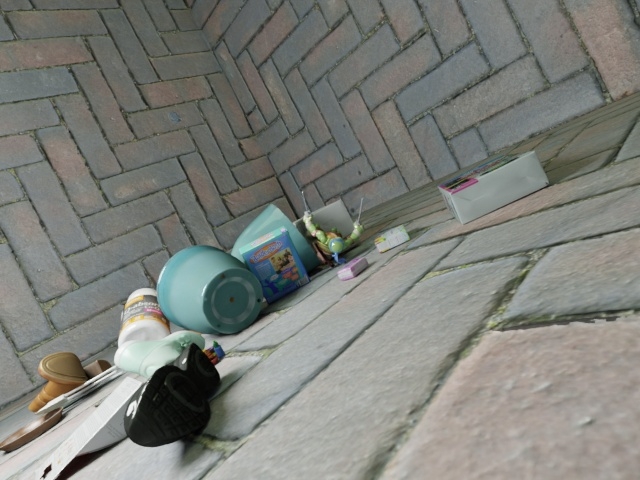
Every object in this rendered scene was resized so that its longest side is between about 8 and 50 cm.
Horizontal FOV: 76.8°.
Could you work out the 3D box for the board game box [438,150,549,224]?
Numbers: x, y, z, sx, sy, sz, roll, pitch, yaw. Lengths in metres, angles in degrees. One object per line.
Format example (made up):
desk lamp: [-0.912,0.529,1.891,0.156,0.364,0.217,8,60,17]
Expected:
board game box: [0.463,-0.153,1.133,0.224,0.097,0.303,-26,4,14]

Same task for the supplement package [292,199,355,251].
supplement package: [0.004,-0.053,1.706,0.194,0.149,0.203,-29,6,-21]

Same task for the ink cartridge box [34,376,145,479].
ink cartridge box: [-0.420,0.366,0.762,0.181,0.056,0.225,-21,26,55]

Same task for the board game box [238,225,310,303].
board game box: [-0.141,0.080,1.283,0.160,0.210,0.047,-27,31,-10]

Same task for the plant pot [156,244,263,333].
plant pot: [-0.307,0.155,1.185,0.271,0.272,0.255,-30,19,-31]

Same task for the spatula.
spatula: [-0.755,0.481,1.286,0.242,0.019,0.168,-28,-16,-28]

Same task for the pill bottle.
pill bottle: [-0.618,0.288,1.425,0.162,0.162,0.278,-28,29,-11]

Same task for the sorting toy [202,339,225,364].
sorting toy: [-0.257,0.260,0.933,0.061,0.042,0.102,-28,4,-9]

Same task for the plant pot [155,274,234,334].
plant pot: [-0.412,0.204,1.466,0.291,0.203,0.291,-28,5,2]

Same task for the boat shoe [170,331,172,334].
boat shoe: [-0.635,0.382,1.563,0.207,0.073,0.073,-24,7,31]

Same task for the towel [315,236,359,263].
towel: [0.035,0.046,1.686,0.187,0.049,0.282,-30,6,-15]

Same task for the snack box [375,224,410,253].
snack box: [0.220,-0.007,1.246,0.100,0.037,0.141,-25,5,10]

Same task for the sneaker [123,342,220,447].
sneaker: [-0.245,0.259,0.639,0.130,0.109,0.286,-37,-2,-5]

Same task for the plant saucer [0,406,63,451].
plant saucer: [-0.805,0.532,1.132,0.168,0.029,0.168,-27,5,3]

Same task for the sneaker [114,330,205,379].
sneaker: [-0.334,0.289,0.962,0.151,0.094,0.256,18,2,26]

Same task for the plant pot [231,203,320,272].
plant pot: [-0.181,0.052,1.480,0.235,0.293,0.293,-40,6,-8]

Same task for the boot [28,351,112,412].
boot: [-0.841,0.458,1.284,0.220,0.109,0.283,-34,-16,-2]

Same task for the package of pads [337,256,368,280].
package of pads: [0.089,0.077,1.094,0.050,0.032,0.083,-20,8,42]

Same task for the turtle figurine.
turtle figurine: [0.044,-0.057,1.430,0.198,0.275,0.266,-19,5,-11]
